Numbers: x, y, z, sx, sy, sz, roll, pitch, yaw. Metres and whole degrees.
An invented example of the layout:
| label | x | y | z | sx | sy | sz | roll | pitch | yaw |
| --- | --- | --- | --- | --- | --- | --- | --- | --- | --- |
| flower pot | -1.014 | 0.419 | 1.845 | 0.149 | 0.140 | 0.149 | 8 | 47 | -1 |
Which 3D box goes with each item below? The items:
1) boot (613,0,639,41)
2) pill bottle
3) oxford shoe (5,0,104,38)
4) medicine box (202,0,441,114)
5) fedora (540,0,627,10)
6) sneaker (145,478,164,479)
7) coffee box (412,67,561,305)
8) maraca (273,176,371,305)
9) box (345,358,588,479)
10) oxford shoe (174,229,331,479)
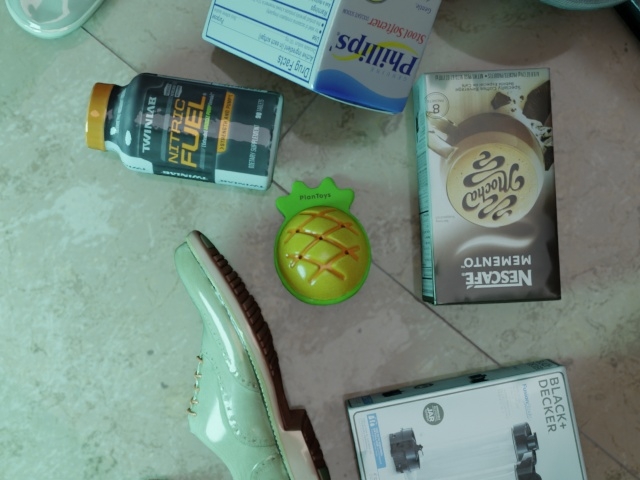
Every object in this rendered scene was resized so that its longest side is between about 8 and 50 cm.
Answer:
| label | x | y | z | sx | sy | sz | roll | pitch | yaw |
| --- | --- | --- | --- | --- | --- | --- | --- | --- | --- |
| boot | 0.659 | -0.332 | 1.523 | 0.445 | 0.146 | 0.367 | -42 | 78 | -8 |
| pill bottle | -0.176 | -0.144 | 1.510 | 0.245 | 0.130 | 0.131 | 8 | 89 | -1 |
| oxford shoe | -0.298 | -0.481 | 1.516 | 0.169 | 0.130 | 0.449 | 24 | 89 | -3 |
| medicine box | 0.016 | -0.333 | 1.414 | 0.149 | 0.263 | 0.289 | 9 | 105 | -38 |
| fedora | 0.300 | -0.410 | 1.381 | 0.275 | 0.124 | 0.244 | 36 | 108 | -23 |
| sneaker | -0.164 | 0.458 | 1.493 | 0.116 | 0.136 | 0.314 | -35 | 90 | -1 |
| coffee box | 0.215 | -0.066 | 1.524 | 0.168 | 0.119 | 0.297 | -3 | 89 | -3 |
| maraca | 0.000 | 0.000 | 1.532 | 0.127 | 0.099 | 0.186 | -6 | 63 | -4 |
| box | 0.189 | 0.265 | 1.533 | 0.289 | 0.087 | 0.169 | -10 | 89 | -2 |
| oxford shoe | -0.120 | 0.184 | 1.503 | 0.146 | 0.140 | 0.397 | -23 | 87 | 5 |
